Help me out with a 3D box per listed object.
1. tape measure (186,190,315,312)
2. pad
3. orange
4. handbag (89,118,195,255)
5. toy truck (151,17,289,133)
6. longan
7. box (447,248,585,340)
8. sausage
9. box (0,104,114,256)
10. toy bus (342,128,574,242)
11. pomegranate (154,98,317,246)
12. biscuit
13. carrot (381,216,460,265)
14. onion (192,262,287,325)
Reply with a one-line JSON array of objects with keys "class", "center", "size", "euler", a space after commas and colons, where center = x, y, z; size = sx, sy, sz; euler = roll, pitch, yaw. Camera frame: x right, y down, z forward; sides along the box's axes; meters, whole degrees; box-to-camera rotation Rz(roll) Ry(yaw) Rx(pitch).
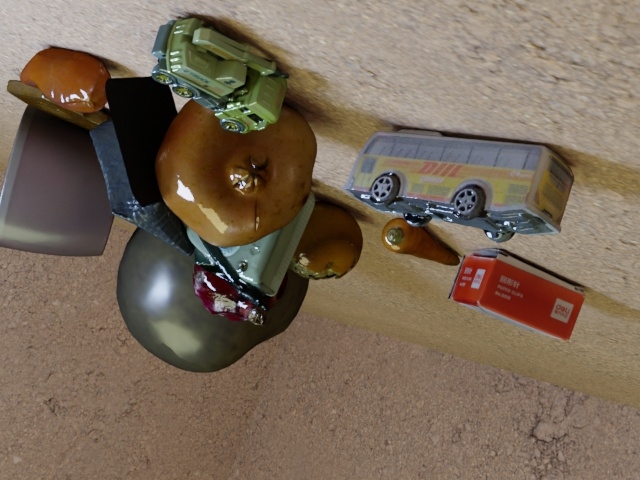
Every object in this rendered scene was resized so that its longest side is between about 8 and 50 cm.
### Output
[{"class": "tape measure", "center": [-0.139, -0.021, 1.833], "size": [0.207, 0.235, 0.115], "euler": [19, 169, 21]}, {"class": "pad", "center": [-0.265, -0.204, 1.432], "size": [0.323, 0.055, 0.250], "euler": [58, -166, -1]}, {"class": "orange", "center": [0.000, 0.000, 1.961], "size": [0.157, 0.134, 0.156], "euler": [-6, 139, -5]}, {"class": "handbag", "center": [-0.296, -0.106, 1.864], "size": [0.175, 0.089, 0.270], "euler": [39, -154, -59]}, {"class": "toy truck", "center": [-0.108, -0.191, 1.237], "size": [0.100, 0.077, 0.169], "euler": [-5, 152, 42]}, {"class": "longan", "center": [-0.215, 0.073, 2.190], "size": [0.404, 0.404, 0.336], "euler": [28, 170, -38]}, {"class": "box", "center": [0.329, 0.089, 1.824], "size": [0.182, 0.099, 0.133], "euler": [22, 175, -12]}, {"class": "sausage", "center": [-0.373, -0.239, 1.609], "size": [0.179, 0.089, 0.089], "euler": [20, 172, 36]}, {"class": "box", "center": [-0.500, -0.104, 2.111], "size": [0.216, 0.300, 0.301], "euler": [14, 174, -16]}, {"class": "toy bus", "center": [0.153, -0.066, 1.246], "size": [0.268, 0.106, 0.092], "euler": [11, 166, 44]}, {"class": "pomegranate", "center": [-0.109, -0.100, 1.398], "size": [0.209, 0.209, 0.209], "euler": [22, 172, 3]}, {"class": "biscuit", "center": [-0.445, -0.236, 1.957], "size": [0.182, 0.034, 0.215], "euler": [16, 172, 43]}, {"class": "carrot", "center": [0.178, 0.006, 1.870], "size": [0.061, 0.061, 0.257], "euler": [17, 179, 34]}, {"class": "onion", "center": [-0.144, 0.094, 1.939], "size": [0.173, 0.135, 0.198], "euler": [11, -139, -26]}]
